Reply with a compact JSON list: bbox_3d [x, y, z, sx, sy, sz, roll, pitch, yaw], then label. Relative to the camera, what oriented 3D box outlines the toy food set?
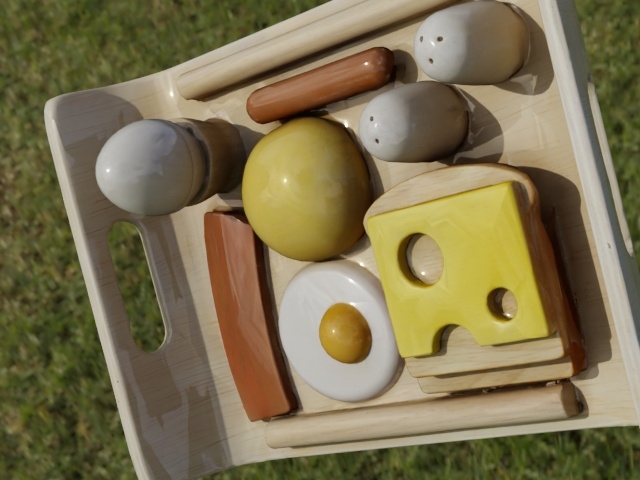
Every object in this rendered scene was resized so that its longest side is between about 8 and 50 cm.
[{"bbox_3d":[0.000,0.000,0.579,0.306,0.219,0.092,-14,1,42],"label":"toy food set"}]
